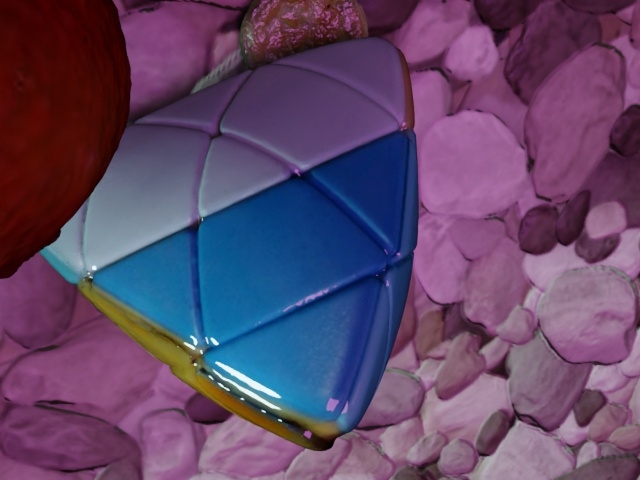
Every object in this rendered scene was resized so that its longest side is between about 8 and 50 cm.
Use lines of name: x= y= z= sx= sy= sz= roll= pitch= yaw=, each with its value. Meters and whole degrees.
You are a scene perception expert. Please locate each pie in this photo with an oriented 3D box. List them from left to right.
pie: x=-0.009 y=-0.125 z=0.638 sx=0.084 sy=0.021 sz=0.084 roll=-8 pitch=116 yaw=-16

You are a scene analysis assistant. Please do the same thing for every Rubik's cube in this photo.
Rubik's cube: x=0.000 y=0.000 z=0.630 sx=0.254 sy=0.254 sz=0.254 roll=-10 pitch=116 yaw=-20

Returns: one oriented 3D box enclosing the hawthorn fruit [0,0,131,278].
hawthorn fruit: x=-0.234 y=-0.093 z=0.424 sx=0.265 sy=0.265 sz=0.307 roll=-40 pitch=105 yaw=-3
